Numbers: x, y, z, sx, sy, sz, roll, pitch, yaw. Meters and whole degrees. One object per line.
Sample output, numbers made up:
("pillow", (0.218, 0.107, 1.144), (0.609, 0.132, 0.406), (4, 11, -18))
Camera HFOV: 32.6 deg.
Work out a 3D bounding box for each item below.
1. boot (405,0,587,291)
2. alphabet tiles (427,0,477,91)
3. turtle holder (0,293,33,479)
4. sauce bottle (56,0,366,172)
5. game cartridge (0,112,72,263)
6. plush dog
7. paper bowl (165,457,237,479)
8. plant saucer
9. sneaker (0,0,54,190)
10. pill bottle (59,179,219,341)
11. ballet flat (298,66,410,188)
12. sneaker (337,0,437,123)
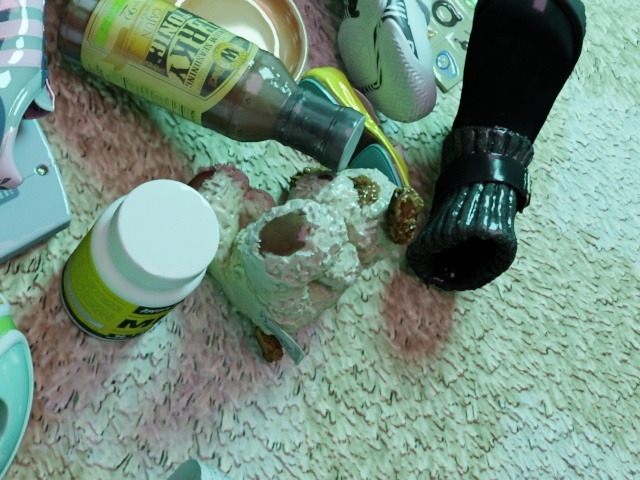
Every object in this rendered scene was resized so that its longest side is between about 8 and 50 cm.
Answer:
("boot", (0.202, -0.116, 1.270), (0.131, 0.348, 0.260), (17, 58, 11))
("alphabet tiles", (0.189, -0.364, 1.536), (0.285, 0.011, 0.342), (-40, 92, -31))
("turtle holder", (-0.386, 0.159, 0.923), (0.243, 0.227, 0.320), (45, 74, -14))
("sauce bottle", (-0.116, -0.179, 1.200), (0.344, 0.111, 0.111), (25, 61, 6))
("game cartridge", (-0.398, -0.105, 1.128), (0.198, 0.062, 0.297), (-32, 87, -36))
("plush dog", (0.000, 0.000, 1.210), (0.225, 0.262, 0.211), (-33, 121, -22))
("paper bowl", (-0.158, 0.326, 0.950), (0.148, 0.284, 0.284), (30, 61, -12))
("plant saucer", (-0.112, -0.249, 1.330), (0.200, 0.037, 0.200), (10, 67, -24))
("sneaker", (-0.325, -0.194, 1.124), (0.131, 0.112, 0.319), (36, 55, -37))
("pill bottle", (-0.182, 0.022, 1.095), (0.119, 0.208, 0.119), (9, 68, -23))
("ballet flat", (0.059, -0.119, 1.349), (0.077, 0.077, 0.231), (-31, 85, -47))
("sneaker", (0.116, -0.333, 1.400), (0.210, 0.137, 0.366), (-15, 76, -26))
